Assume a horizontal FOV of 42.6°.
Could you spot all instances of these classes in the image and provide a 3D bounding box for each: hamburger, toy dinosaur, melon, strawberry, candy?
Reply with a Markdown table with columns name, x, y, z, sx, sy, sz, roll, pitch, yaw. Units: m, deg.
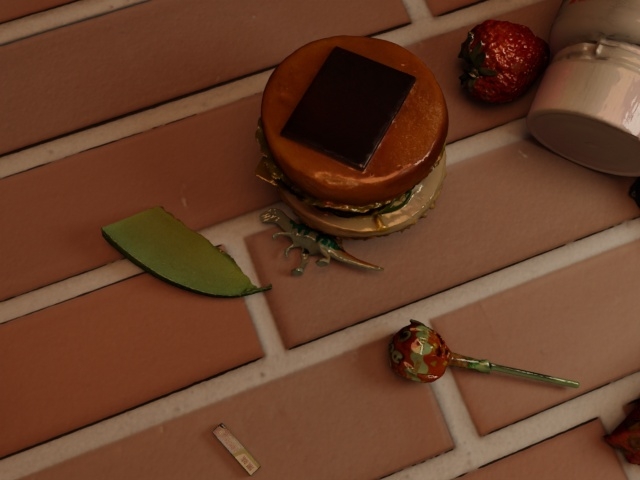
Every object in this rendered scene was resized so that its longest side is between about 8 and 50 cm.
| name | x | y | z | sx | sy | sz | roll | pitch | yaw |
| --- | --- | --- | --- | --- | --- | --- | --- | --- | --- |
| hamburger | 0.052 | -0.138 | 1.196 | 0.291 | 0.225 | 0.290 | -1 | 67 | 1 |
| toy dinosaur | 0.001 | -0.002 | 1.252 | 0.188 | 0.044 | 0.106 | -1 | 58 | -3 |
| melon | -0.197 | 0.026 | 1.237 | 0.262 | 0.053 | 0.114 | 26 | 55 | 1 |
| strawberry | 0.296 | -0.283 | 1.309 | 0.148 | 0.131 | 0.131 | 6 | 73 | -3 |
| candy | 0.239 | 0.179 | 1.195 | 0.288 | 0.078 | 0.084 | 11 | 103 | -4 |

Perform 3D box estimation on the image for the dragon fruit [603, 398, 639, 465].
| name | x | y | z | sx | sy | sz | roll | pitch | yaw |
| --- | --- | --- | --- | --- | --- | --- | --- | --- | --- |
| dragon fruit | 0.575 | 0.248 | 1.163 | 0.211 | 0.134 | 0.262 | 43 | 75 | 0 |

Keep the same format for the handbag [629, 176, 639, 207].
| name | x | y | z | sx | sy | sz | roll | pitch | yaw |
| --- | --- | --- | --- | --- | --- | --- | --- | --- | --- |
| handbag | 0.702 | -0.052 | 1.266 | 0.303 | 0.122 | 0.329 | -33 | 79 | -12 |

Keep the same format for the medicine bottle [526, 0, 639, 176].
| name | x | y | z | sx | sy | sz | roll | pitch | yaw |
| --- | --- | --- | --- | --- | --- | --- | --- | --- | --- |
| medicine bottle | 0.473 | -0.285 | 1.250 | 0.256 | 0.256 | 0.324 | 26 | 84 | 5 |

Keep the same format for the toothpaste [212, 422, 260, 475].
| name | x | y | z | sx | sy | sz | roll | pitch | yaw |
| --- | --- | --- | --- | --- | --- | --- | --- | --- | --- |
| toothpaste | -0.119 | 0.296 | 1.164 | 0.020 | 0.017 | 0.083 | -41 | 79 | -14 |
